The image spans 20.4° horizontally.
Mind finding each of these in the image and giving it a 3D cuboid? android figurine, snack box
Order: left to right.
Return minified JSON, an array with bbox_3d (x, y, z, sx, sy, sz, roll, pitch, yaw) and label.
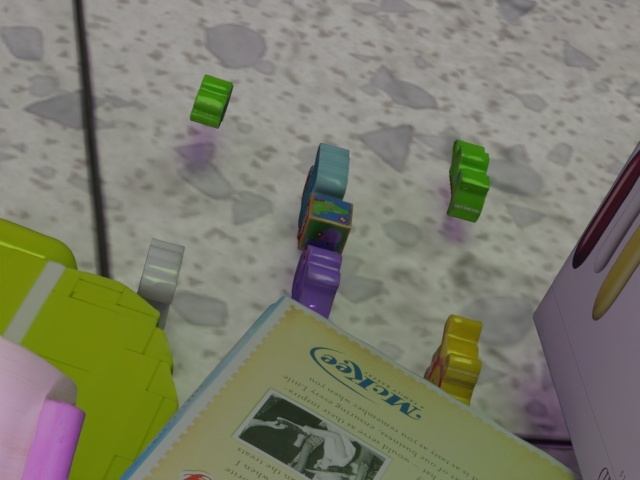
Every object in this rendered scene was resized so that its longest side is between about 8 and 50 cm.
[{"bbox_3d":[-0.177,0.064,0.759,0.272,0.056,0.248,18,38,1],"label":"android figurine"},{"bbox_3d":[0.076,0.161,0.682,0.322,0.060,0.187,31,32,7],"label":"snack box"}]

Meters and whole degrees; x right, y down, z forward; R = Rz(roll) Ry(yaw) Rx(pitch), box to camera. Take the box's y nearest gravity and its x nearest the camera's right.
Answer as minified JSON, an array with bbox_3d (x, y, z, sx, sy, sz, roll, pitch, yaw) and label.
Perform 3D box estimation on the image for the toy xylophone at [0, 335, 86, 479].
[{"bbox_3d":[-0.259,0.090,0.625,0.322,0.081,0.236,21,75,5],"label":"toy xylophone"}]

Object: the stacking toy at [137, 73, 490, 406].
[{"bbox_3d":[0.000,0.000,0.915,0.167,0.052,0.221,16,36,-5],"label":"stacking toy"}]

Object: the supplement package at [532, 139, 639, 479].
[{"bbox_3d":[0.225,0.069,0.753,0.204,0.145,0.262,25,19,-11],"label":"supplement package"}]
